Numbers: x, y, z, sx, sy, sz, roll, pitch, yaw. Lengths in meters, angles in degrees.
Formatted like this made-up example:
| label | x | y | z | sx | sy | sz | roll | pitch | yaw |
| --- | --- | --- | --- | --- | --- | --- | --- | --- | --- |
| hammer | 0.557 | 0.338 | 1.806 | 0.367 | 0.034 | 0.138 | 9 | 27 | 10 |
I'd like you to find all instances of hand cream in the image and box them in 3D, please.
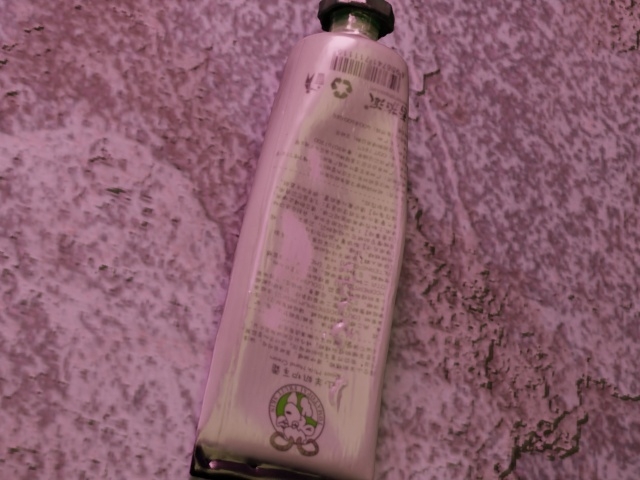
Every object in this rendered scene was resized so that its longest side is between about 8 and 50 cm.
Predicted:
| label | x | y | z | sx | sy | sz | roll | pitch | yaw |
| --- | --- | --- | --- | --- | --- | --- | --- | --- | --- |
| hand cream | 0.000 | 0.000 | 1.195 | 0.121 | 0.076 | 0.336 | 17 | 67 | -20 |
